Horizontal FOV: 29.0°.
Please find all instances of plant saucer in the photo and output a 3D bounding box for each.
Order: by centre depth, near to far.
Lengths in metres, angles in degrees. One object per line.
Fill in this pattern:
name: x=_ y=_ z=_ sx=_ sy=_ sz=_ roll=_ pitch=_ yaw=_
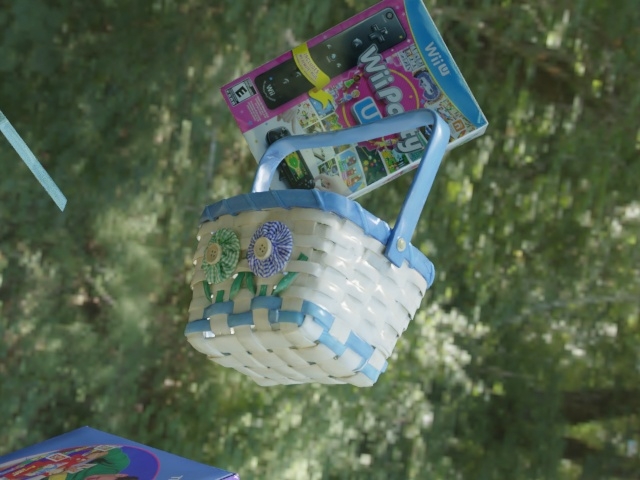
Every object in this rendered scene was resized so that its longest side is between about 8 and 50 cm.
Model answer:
plant saucer: x=-0.400 y=-0.117 z=1.678 sx=0.067 sy=0.018 sz=0.192 roll=46 pitch=-11 yaw=38

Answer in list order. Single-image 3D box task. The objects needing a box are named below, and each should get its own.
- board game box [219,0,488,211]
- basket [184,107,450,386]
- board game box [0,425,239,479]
board game box: x=0.046 y=-0.181 z=1.717 sx=0.224 sy=0.303 sz=0.097 roll=62 pitch=2 yaw=5
basket: x=0.000 y=0.000 z=1.283 sx=0.255 sy=0.201 sz=0.289 roll=-10 pitch=-131 yaw=43
board game box: x=-0.257 y=0.238 z=0.876 sx=0.233 sy=0.347 sz=0.078 roll=3 pitch=-75 yaw=52
